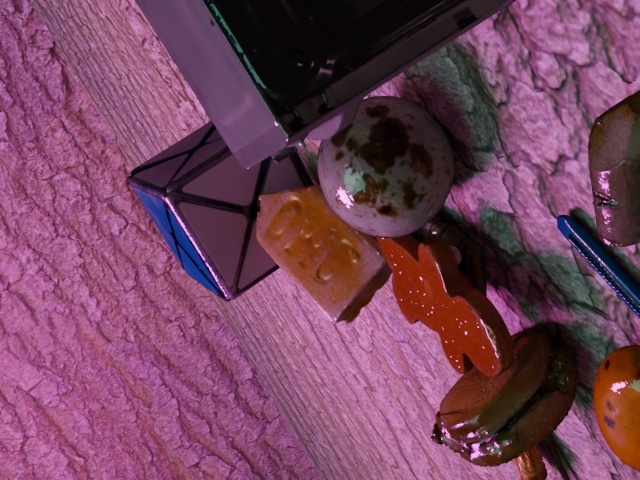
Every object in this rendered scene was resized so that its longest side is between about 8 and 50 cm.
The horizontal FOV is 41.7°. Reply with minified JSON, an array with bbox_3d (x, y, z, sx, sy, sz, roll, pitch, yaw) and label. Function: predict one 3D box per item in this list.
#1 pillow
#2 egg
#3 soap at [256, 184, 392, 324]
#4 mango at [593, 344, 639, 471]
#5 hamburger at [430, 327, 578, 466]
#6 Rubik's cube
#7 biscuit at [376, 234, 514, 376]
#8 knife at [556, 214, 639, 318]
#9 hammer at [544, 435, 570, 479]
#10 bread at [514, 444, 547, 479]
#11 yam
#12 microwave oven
[{"bbox_3d":[0.164,-0.003,1.206,0.203,0.038,0.113,42,161,37],"label":"pillow"},{"bbox_3d":[0.083,-0.085,1.062,0.169,0.169,0.231,48,172,22],"label":"egg"},{"bbox_3d":[0.000,0.000,1.427,0.257,0.160,0.080,46,-161,23],"label":"soap"},{"bbox_3d":[0.362,0.188,0.950,0.115,0.090,0.178,30,150,57],"label":"mango"},{"bbox_3d":[0.258,0.217,1.127,0.122,0.189,0.215,47,146,3],"label":"hamburger"},{"bbox_3d":[-0.179,-0.072,1.598,0.259,0.255,0.260,17,138,61],"label":"Rubik's cube"},{"bbox_3d":[0.172,0.083,1.150,0.324,0.049,0.205,-140,30,-66],"label":"biscuit"},{"bbox_3d":[0.354,0.085,0.899,0.296,0.026,0.044,50,173,15],"label":"knife"},{"bbox_3d":[0.346,0.296,1.297,0.292,0.029,0.058,62,159,-15],"label":"hammer"},{"bbox_3d":[0.331,0.346,1.342,0.110,0.044,0.083,61,-167,-55],"label":"bread"},{"bbox_3d":[0.278,-0.060,0.764,0.070,0.070,0.146,36,155,46],"label":"yam"},{"bbox_3d":[0.012,-0.236,0.761,0.237,0.295,0.181,58,162,-8],"label":"microwave oven"}]
